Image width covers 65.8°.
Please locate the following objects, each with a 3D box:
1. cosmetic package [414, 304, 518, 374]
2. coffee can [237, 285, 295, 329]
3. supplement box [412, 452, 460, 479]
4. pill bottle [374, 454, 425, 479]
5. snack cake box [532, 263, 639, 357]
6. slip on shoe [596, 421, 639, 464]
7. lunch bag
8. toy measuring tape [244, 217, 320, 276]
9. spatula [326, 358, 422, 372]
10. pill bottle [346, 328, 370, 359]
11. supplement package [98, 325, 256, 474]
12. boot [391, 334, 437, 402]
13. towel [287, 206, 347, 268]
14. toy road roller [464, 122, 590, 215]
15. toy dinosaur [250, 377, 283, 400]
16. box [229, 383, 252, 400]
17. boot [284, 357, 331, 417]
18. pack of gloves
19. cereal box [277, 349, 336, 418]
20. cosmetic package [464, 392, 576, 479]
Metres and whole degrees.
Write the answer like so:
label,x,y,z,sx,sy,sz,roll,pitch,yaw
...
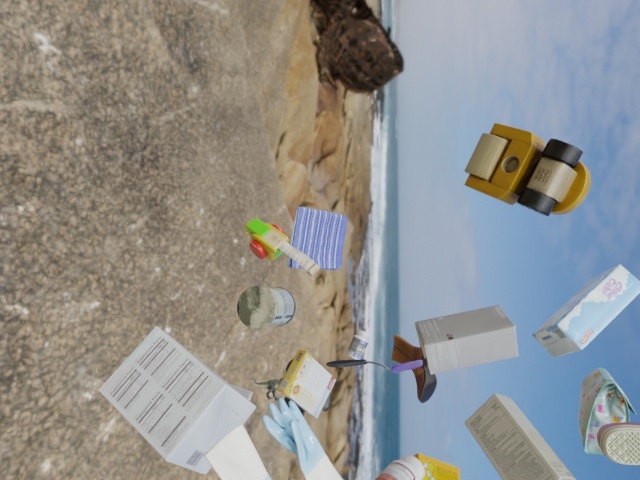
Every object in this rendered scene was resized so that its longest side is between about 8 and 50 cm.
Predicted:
label,x,y,z,sx,sy,sz,roll,pitch,yaw
cosmetic package,0.386,0.261,1.313,0.127,0.237,0.107,-98,172,-70
coffee can,-0.257,0.323,2.402,0.275,0.201,0.202,24,65,-73
supplement box,0.398,1.036,1.871,0.194,0.195,0.357,-56,-166,42
pill bottle,0.245,0.795,1.599,0.216,0.121,0.121,-20,113,-46
snack cake box,0.723,0.194,1.344,0.089,0.264,0.152,49,-16,16
slip on shoe,0.843,0.494,1.199,0.101,0.331,0.123,31,61,-81
lunch bag,1.007,0.597,1.749,0.223,0.160,0.262,0,95,-68
toy measuring tape,-0.123,0.036,1.556,0.121,0.330,0.121,-35,144,-31
spatula,0.163,0.383,1.518,0.084,0.296,0.030,66,27,-59
pill bottle,0.185,0.504,2.390,0.078,0.078,0.137,53,60,-74
supplement package,-0.338,0.384,1.194,0.198,0.262,0.199,-51,148,-18
boot,0.443,0.635,2.457,0.280,0.096,0.264,15,-72,54
towel,0.000,0.000,1.996,0.336,0.040,0.243,6,93,-54
toy road roller,0.621,-0.190,1.459,0.240,0.329,0.203,14,104,-42
toy dinosaur,-0.264,0.801,2.669,0.268,0.064,0.118,12,53,-44
box,-0.332,0.635,1.791,0.103,0.114,0.203,-63,170,-62
boot,-0.041,0.671,2.070,0.222,0.118,0.338,40,36,-30
pack of gloves,-0.050,0.389,0.818,0.195,0.046,0.232,-28,82,-49
cereal box,-0.047,0.554,1.903,0.240,0.047,0.173,52,57,-37
cosmetic package,0.618,0.660,1.560,0.160,0.113,0.309,-52,-143,19
